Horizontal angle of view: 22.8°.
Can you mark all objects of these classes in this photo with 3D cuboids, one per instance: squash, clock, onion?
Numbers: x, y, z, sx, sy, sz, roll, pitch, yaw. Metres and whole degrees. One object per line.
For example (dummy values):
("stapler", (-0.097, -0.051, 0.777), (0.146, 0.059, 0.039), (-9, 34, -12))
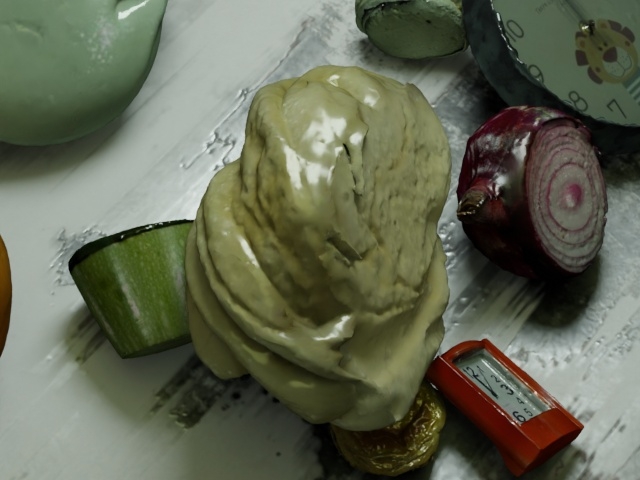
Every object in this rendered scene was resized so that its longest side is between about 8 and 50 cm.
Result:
("squash", (-0.174, 0.053, 1.688), (0.170, 0.170, 0.122), (-17, 82, -13))
("clock", (0.188, 0.175, 1.682), (0.155, 0.061, 0.113), (45, 28, 21))
("clock", (0.315, -0.250, 1.881), (0.313, 0.061, 0.312), (12, 60, -22))
("onion", (0.207, -0.046, 1.741), (0.140, 0.195, 0.218), (8, 18, 44))

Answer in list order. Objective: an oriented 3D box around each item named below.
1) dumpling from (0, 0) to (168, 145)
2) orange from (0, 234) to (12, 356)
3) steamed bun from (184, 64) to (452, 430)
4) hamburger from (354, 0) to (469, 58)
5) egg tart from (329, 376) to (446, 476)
("dumpling", (-0.314, -0.250, 1.810), (0.321, 0.211, 0.270), (-3, 58, -18))
("orange", (-0.460, 0.051, 1.582), (0.312, 0.312, 0.312), (2, 61, -3))
("steamed bun", (-0.002, 0.003, 1.613), (0.230, 0.325, 0.372), (-3, 89, 32))
("hamburger", (0.109, -0.266, 1.890), (0.140, 0.133, 0.062), (-1, 60, 8))
("egg tart", (0.071, 0.195, 1.680), (0.130, 0.052, 0.130), (2, 59, -3))
